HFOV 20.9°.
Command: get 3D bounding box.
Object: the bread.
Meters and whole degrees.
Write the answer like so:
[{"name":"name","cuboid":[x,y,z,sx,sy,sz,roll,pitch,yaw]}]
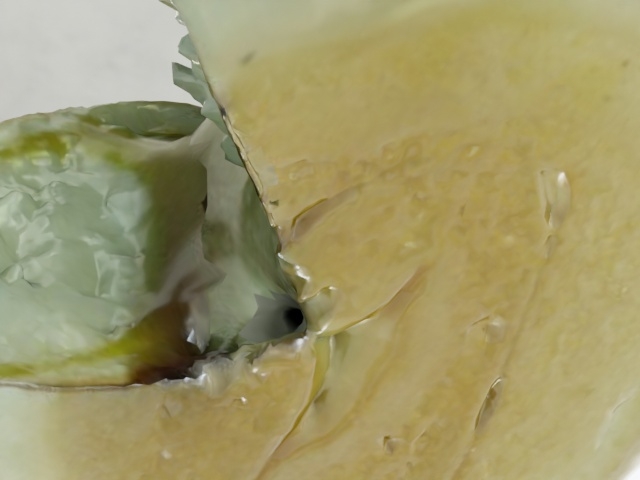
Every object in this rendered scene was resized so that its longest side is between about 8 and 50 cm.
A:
[{"name":"bread","cuboid":[0.000,0.000,0.604,0.333,0.333,0.160,-53,-144,21]}]
